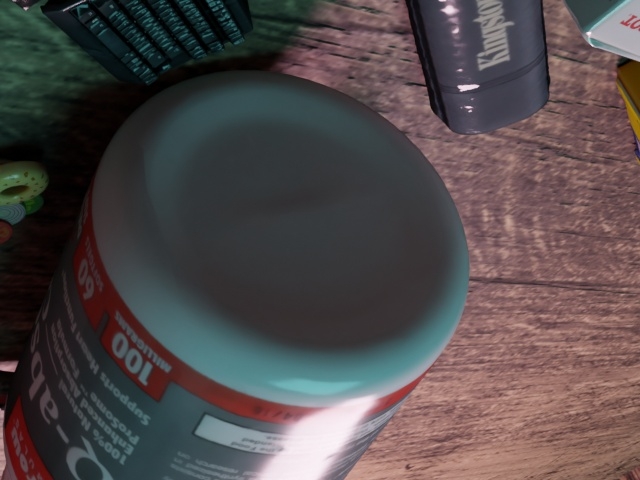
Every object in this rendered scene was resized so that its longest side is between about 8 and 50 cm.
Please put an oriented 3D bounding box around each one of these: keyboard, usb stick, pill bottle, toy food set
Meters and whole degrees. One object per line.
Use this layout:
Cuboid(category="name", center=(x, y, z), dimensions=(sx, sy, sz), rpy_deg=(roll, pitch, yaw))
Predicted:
Cuboid(category="keyboard", center=(-0.061, -0.111, 0.773), dimensions=(0.108, 0.023, 0.180), rpy_deg=(-31, 175, 1))
Cuboid(category="usb stick", center=(0.087, -0.130, 0.933), dimensions=(0.077, 0.045, 0.278), rpy_deg=(-12, 159, 6))
Cuboid(category="pill bottle", center=(-0.073, 0.086, 0.994), dimensions=(0.210, 0.210, 0.363), rpy_deg=(-14, 152, -32))
Cuboid(category="toy food set", center=(-0.188, -0.017, 0.900), dimensions=(0.083, 0.020, 0.082), rpy_deg=(-18, 157, -25))

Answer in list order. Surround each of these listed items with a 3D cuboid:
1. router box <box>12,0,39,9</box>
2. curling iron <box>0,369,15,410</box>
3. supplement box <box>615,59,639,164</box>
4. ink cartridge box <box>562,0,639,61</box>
Cuboid(category="router box", center=(-0.080, -0.172, 0.636), dimensions=(0.179, 0.046, 0.133), rpy_deg=(-31, 160, 8))
Cuboid(category="curling iron", center=(-0.244, 0.104, 1.091), dimensions=(0.068, 0.035, 0.274), rpy_deg=(-36, 158, 20))
Cuboid(category="supplement box", center=(0.423, -0.103, 1.211), dimensions=(0.356, 0.195, 0.194), rpy_deg=(-30, 159, 6))
Cuboid(category="ink cartridge box", center=(0.233, -0.193, 0.920), dimensions=(0.203, 0.086, 0.148), rpy_deg=(-38, 157, 26))
